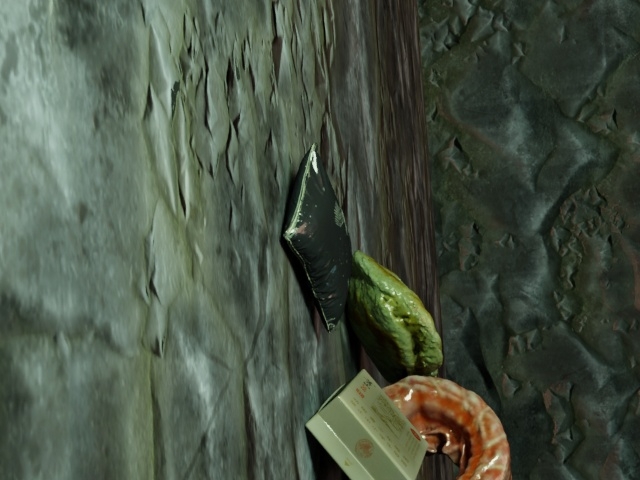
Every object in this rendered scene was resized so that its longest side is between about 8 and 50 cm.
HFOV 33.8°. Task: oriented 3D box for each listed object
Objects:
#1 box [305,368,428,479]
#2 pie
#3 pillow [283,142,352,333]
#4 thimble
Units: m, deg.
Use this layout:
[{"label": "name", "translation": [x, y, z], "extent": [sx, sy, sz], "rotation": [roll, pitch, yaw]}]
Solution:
[{"label": "box", "translation": [0.063, 0.242, 1.310], "extent": [0.141, 0.058, 0.201], "rotation": [49, 11, 4]}, {"label": "pie", "translation": [0.101, 0.127, 1.558], "extent": [0.201, 0.090, 0.248], "rotation": [50, -16, 35]}, {"label": "pillow", "translation": [0.000, 0.000, 1.283], "extent": [0.208, 0.055, 0.141], "rotation": [70, 27, -51]}, {"label": "thimble", "translation": [0.154, 0.321, 1.489], "extent": [0.162, 0.239, 0.239], "rotation": [76, 14, -47]}]
